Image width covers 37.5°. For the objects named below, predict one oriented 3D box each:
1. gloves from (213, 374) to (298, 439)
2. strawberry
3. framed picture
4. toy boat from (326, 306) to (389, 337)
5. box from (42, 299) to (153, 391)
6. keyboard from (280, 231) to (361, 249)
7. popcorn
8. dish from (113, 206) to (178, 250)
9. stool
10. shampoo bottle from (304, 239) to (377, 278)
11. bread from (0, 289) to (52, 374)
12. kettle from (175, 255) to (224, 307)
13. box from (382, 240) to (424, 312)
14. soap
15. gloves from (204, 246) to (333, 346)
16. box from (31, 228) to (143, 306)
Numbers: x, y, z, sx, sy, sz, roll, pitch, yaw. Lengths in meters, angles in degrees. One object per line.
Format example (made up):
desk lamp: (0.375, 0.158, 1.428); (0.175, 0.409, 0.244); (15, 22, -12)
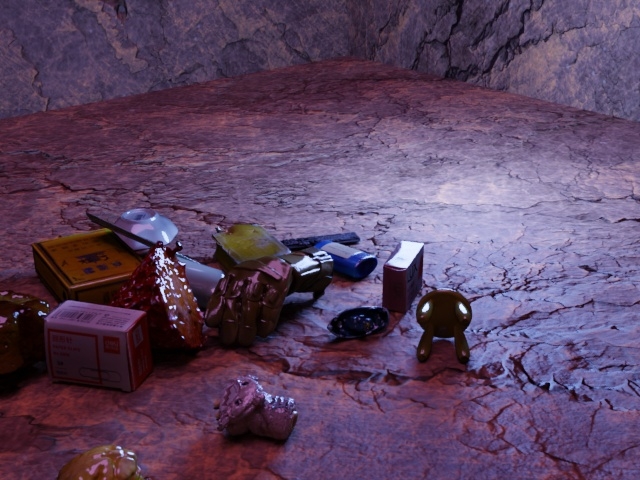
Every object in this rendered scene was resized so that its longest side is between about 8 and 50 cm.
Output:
gloves: (-0.109, 0.284, 1.593); (0.144, 0.094, 0.110); (4, 33, -5)
strawberry: (-0.342, 0.126, 1.863); (0.177, 0.234, 0.234); (-20, 21, 9)
framed picture: (-0.381, 0.017, 2.186); (0.296, 0.019, 0.232); (21, -6, 40)
toy boat: (0.075, 0.165, 1.896); (0.137, 0.060, 0.061); (-6, 1, -18)
box: (-0.418, 0.198, 1.767); (0.182, 0.133, 0.099); (7, 23, 16)
keyboard: (0.000, -0.002, 2.366); (0.196, 0.015, 0.074); (-6, 22, -10)
popcorn: (-0.319, 0.365, 1.333); (0.152, 0.167, 0.149); (27, 47, -24)
dish: (-0.463, -0.039, 2.428); (0.190, 0.066, 0.191); (-2, 22, 1)
stool: (0.237, 0.165, 1.822); (0.135, 0.134, 0.110); (42, 23, -13)
shampoo bottle: (0.041, 0.040, 2.216); (0.183, 0.050, 0.087); (18, 33, 40)
bread: (-0.626, 0.178, 1.829); (0.246, 0.135, 0.232); (9, 12, 31)
kettle: (-0.290, 0.091, 2.028); (0.147, 0.098, 0.127); (15, -20, -15)
box: (0.179, 0.076, 2.041); (0.060, 0.111, 0.156); (6, 25, 18)
soap: (-0.163, 0.033, 2.218); (0.134, 0.076, 0.233); (-12, 26, -21)
gloves: (-0.113, 0.101, 1.964); (0.154, 0.141, 0.331); (19, 30, 38)
box: (-0.518, 0.070, 2.143); (0.192, 0.084, 0.301); (-14, 25, -27)
